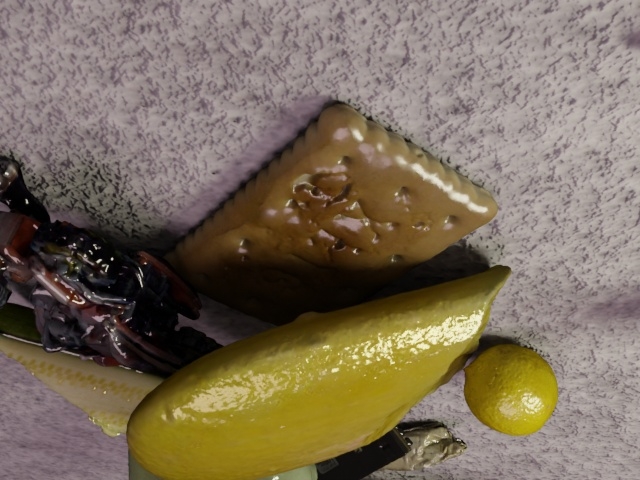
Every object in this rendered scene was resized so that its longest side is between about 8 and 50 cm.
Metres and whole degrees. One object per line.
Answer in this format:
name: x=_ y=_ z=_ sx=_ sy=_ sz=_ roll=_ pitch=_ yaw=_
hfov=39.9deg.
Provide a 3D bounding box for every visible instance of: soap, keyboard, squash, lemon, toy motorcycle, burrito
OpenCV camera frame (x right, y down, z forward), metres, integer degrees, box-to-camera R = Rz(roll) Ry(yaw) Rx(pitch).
soap: x=0.005 y=0.163 z=0.951 sx=0.427 sy=0.115 sz=0.306 roll=-17 pitch=156 yaw=-11
keyboard: x=0.017 y=0.327 z=1.310 sx=0.106 sy=0.027 sz=0.317 roll=54 pitch=134 yaw=6
squash: x=-0.320 y=0.145 z=1.075 sx=0.252 sy=0.093 sz=0.169 roll=20 pitch=135 yaw=-24
lemon: x=0.233 y=0.182 z=1.070 sx=0.133 sy=0.109 sz=0.109 roll=28 pitch=137 yaw=-18
toy motorcycle: x=-0.260 y=0.030 z=0.877 sx=0.207 sy=0.134 sz=0.401 roll=4 pitch=150 yaw=30
burrito: x=0.107 y=0.309 z=1.300 sx=0.229 sy=0.063 sz=0.058 roll=-15 pitch=180 yaw=35

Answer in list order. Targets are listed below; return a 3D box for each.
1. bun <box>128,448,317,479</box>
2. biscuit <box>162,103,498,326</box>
bun: x=-0.117 y=0.317 z=1.210 sx=0.293 sy=0.293 sz=0.187 roll=-28 pitch=177 yaw=35
biscuit: x=0.000 y=0.000 z=0.901 sx=0.217 sy=0.044 sz=0.325 roll=28 pitch=137 yaw=-27
